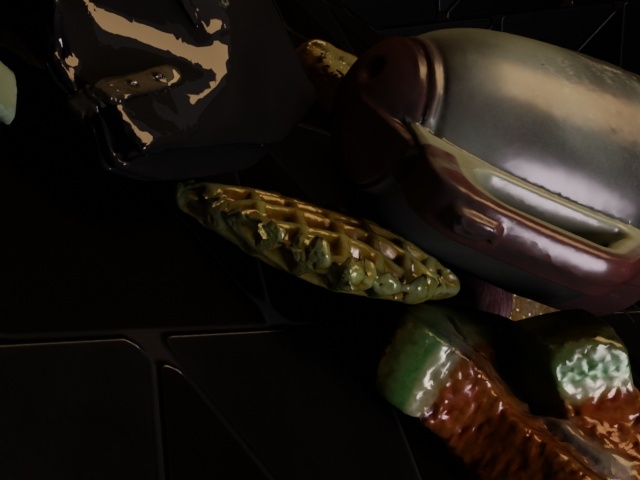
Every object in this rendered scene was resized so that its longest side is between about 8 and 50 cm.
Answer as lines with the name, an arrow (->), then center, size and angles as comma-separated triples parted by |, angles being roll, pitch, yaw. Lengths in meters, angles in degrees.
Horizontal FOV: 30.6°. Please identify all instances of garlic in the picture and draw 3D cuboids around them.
garlic -> 0.129, 0.038, 1.198 | 0.159, 0.102, 0.147 | 37, 17, -19

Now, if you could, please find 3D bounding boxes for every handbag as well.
handbag -> -0.161, -0.189, 0.899 | 0.342, 0.152, 0.288 | 53, 22, -5

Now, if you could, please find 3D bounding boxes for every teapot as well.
teapot -> 0.166, -0.055, 1.031 | 0.312, 0.233, 0.315 | 17, 25, -25

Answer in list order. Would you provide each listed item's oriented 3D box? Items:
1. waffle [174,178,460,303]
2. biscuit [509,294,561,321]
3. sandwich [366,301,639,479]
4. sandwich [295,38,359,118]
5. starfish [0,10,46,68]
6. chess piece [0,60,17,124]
waffle -> 0.000, 0.000, 0.974 | 0.214, 0.054, 0.208 | 26, 13, 30
biscuit -> 0.256, 0.060, 1.320 | 0.033, 0.219, 0.220 | 7, -9, 36
sandwich -> 0.196, 0.143, 0.960 | 0.301, 0.162, 0.250 | 48, 20, 31
sandwich -> 0.089, -0.181, 1.730 | 0.226, 0.087, 0.251 | 10, 33, -42
starfish -> -0.300, -0.241, 0.923 | 0.277, 0.062, 0.236 | 63, 12, 19
chess piece -> -0.264, -0.102, 0.462 | 0.194, 0.194, 0.299 | 53, 9, 35
